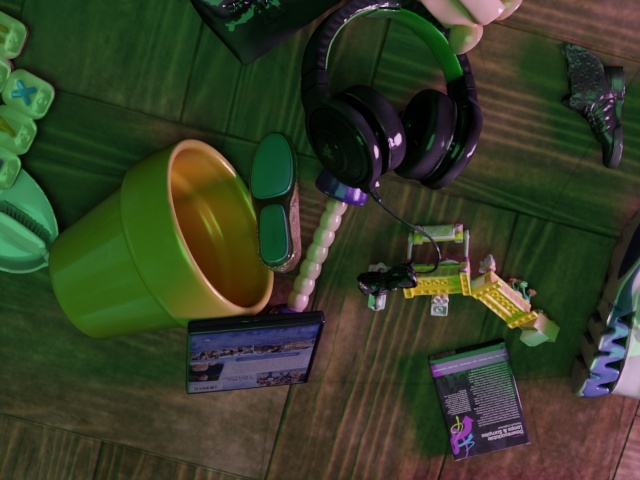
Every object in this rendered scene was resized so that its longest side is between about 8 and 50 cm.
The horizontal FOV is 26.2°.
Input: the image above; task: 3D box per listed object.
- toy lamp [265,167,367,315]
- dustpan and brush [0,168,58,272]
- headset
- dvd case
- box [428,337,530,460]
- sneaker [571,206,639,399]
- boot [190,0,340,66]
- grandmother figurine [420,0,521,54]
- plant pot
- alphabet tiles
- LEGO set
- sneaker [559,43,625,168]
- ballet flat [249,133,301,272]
[{"bbox_3d":[0.000,0.000,1.938,0.080,0.080,0.275,22,103,-3],"label":"toy lamp"},{"bbox_3d":[-0.404,0.006,1.961,0.211,0.060,0.147,37,102,-6],"label":"dustpan and brush"},{"bbox_3d":[0.087,-0.128,1.846,0.243,0.185,0.394,-1,80,-26],"label":"headset"},{"bbox_3d":[-0.095,0.157,1.895,0.180,0.253,0.022,-5,66,-8],"label":"dvd case"},{"bbox_3d":[0.232,0.233,2.009,0.116,0.029,0.162,-14,101,6],"label":"box"},{"bbox_3d":[0.489,0.099,1.929,0.182,0.127,0.315,17,110,-6],"label":"sneaker"},{"bbox_3d":[-0.028,-0.495,1.800,0.445,0.146,0.367,-31,98,13],"label":"boot"},{"bbox_3d":[0.118,-0.388,1.720,0.208,0.104,0.342,-46,127,9],"label":"grandmother figurine"},{"bbox_3d":[-0.228,0.021,1.880,0.239,0.254,0.254,-23,102,24],"label":"plant pot"},{"bbox_3d":[-0.523,-0.205,1.931,0.278,0.021,0.284,27,103,1],"label":"alphabet tiles"},{"bbox_3d":[0.213,0.053,1.950,0.287,0.107,0.132,12,138,-5],"label":"LEGO set"},{"bbox_3d":[0.372,-0.185,1.896,0.089,0.051,0.170,2,99,2],"label":"sneaker"},{"bbox_3d":[-0.060,-0.047,1.920,0.073,0.067,0.206,-4,67,14],"label":"ballet flat"}]
